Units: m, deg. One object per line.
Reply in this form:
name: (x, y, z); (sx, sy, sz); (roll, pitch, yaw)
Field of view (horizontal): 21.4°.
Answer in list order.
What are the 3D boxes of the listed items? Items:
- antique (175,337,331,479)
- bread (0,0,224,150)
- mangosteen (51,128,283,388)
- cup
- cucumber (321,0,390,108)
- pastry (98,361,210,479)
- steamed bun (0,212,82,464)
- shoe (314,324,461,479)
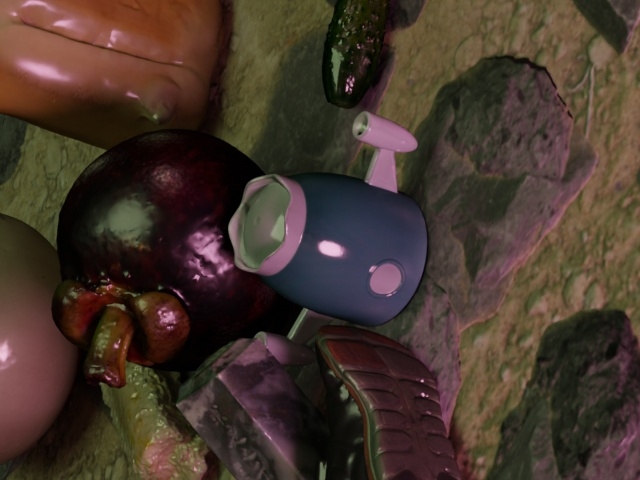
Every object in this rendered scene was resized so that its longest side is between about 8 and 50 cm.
antique: (-0.064, 0.199, 1.831); (0.088, 0.183, 0.086); (-38, 3, 42)
bread: (-0.341, -0.291, 2.258); (0.253, 0.376, 0.348); (-26, 58, 48)
mangosteen: (-0.185, 0.018, 1.975); (0.297, 0.293, 0.297); (45, 145, 45)
cup: (0.000, 0.000, 1.839); (0.167, 0.173, 0.300); (40, 108, 52)
cucumber: (0.046, -0.263, 1.981); (0.069, 0.069, 0.228); (0, 74, 54)
pastry: (-0.209, 0.217, 2.122); (0.121, 0.089, 0.258); (-66, 30, 32)
steamed bun: (-0.467, 0.146, 2.367); (0.374, 0.241, 0.375); (-20, 63, 44)
shoe: (0.057, 0.212, 1.736); (0.137, 0.114, 0.291); (-60, 34, 36)
